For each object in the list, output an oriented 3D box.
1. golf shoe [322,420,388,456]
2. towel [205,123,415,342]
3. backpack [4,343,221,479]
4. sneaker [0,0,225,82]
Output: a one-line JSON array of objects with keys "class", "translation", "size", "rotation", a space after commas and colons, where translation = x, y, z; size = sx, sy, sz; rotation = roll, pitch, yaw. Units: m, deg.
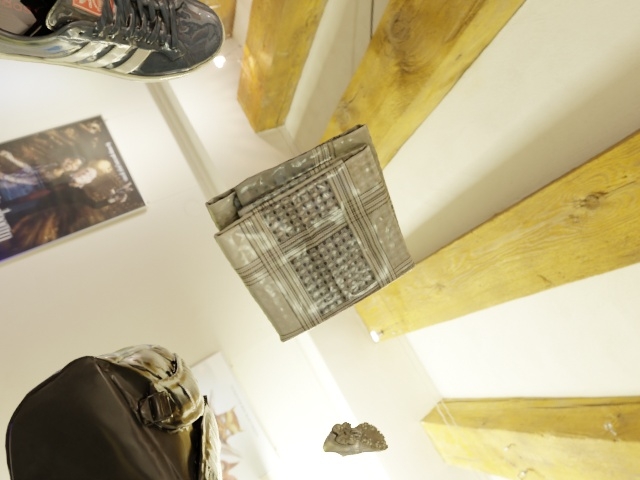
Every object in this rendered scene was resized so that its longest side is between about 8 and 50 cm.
[{"class": "golf shoe", "translation": [0.082, 0.487, 1.052], "size": [0.086, 0.176, 0.069], "rotation": [-53, -149, 25]}, {"class": "towel", "translation": [0.000, 0.000, 0.772], "size": [0.325, 0.311, 0.056], "rotation": [64, -5, -27]}, {"class": "backpack", "translation": [-0.253, 0.278, 0.600], "size": [0.290, 0.273, 0.355], "rotation": [59, -1, -4]}, {"class": "sneaker", "translation": [-0.282, -0.289, 0.558], "size": [0.148, 0.349, 0.132], "rotation": [2, -79, 61]}]
